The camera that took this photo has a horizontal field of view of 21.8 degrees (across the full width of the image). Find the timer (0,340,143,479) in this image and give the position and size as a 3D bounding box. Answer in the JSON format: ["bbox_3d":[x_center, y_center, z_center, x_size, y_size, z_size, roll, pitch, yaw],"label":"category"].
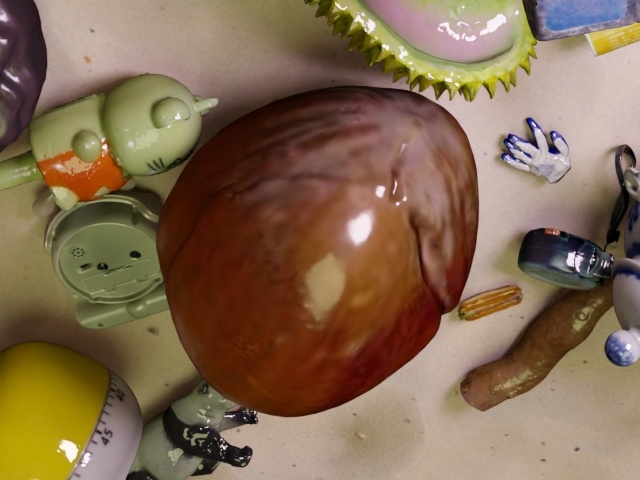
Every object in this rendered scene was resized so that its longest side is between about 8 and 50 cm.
[{"bbox_3d":[-0.371,0.224,1.928,0.285,0.285,0.285,-2,131,-2],"label":"timer"}]

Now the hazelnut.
[{"bbox_3d":[0.000,0.000,1.702,0.315,0.372,0.372,36,123,-2],"label":"hazelnut"}]

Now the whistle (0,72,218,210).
[{"bbox_3d":[-0.239,-0.097,1.735,0.288,0.131,0.106,-20,94,10],"label":"whistle"}]

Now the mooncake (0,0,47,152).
[{"bbox_3d":[-0.413,-0.177,1.643,0.283,0.141,0.283,-3,129,-4],"label":"mooncake"}]

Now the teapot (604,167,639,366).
[{"bbox_3d":[0.422,0.049,1.808,0.280,0.252,0.424,-35,130,-11],"label":"teapot"}]

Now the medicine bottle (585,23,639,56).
[{"bbox_3d":[0.370,-0.251,1.680,0.218,0.074,0.074,-20,130,14],"label":"medicine bottle"}]

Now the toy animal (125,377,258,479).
[{"bbox_3d":[-0.157,0.246,2.071,0.121,0.094,0.225,32,124,-17],"label":"toy animal"}]

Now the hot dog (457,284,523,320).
[{"bbox_3d":[0.202,0.073,1.986,0.083,0.021,0.037,-18,141,10],"label":"hot dog"}]

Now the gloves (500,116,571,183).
[{"bbox_3d":[0.241,-0.099,1.834,0.086,0.026,0.064,26,123,-19],"label":"gloves"}]

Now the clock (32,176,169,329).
[{"bbox_3d":[-0.235,0.008,1.868,0.151,0.062,0.191,-17,130,11],"label":"clock"}]

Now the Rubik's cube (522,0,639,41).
[{"bbox_3d":[0.293,-0.409,1.355,0.337,0.344,0.344,-10,133,4],"label":"Rubik's cube"}]

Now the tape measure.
[{"bbox_3d":[0.294,-0.031,1.893,0.107,0.104,0.180,16,97,11],"label":"tape measure"}]

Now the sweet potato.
[{"bbox_3d":[0.283,0.114,2.002,0.067,0.059,0.281,23,128,-34],"label":"sweet potato"}]

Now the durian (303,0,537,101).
[{"bbox_3d":[0.077,-0.254,1.605,0.355,0.157,0.169,32,105,-28],"label":"durian"}]
